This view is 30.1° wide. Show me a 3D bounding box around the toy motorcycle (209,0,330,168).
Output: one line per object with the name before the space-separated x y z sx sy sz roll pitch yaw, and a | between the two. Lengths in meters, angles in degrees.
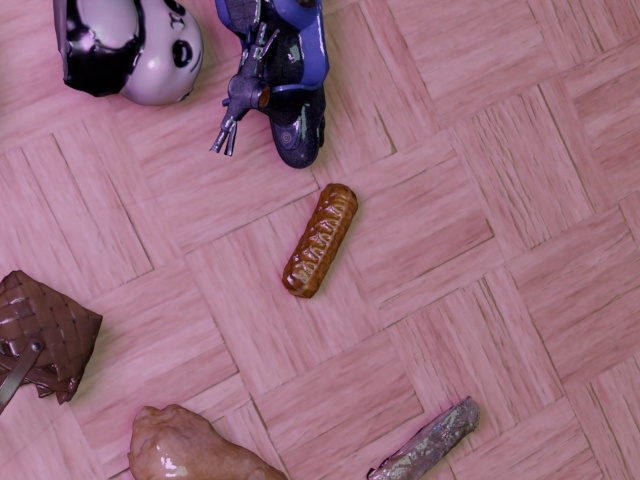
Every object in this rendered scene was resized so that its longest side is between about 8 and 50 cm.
toy motorcycle | -0.075 -0.256 1.420 0.213 0.125 0.358 -25 104 -64

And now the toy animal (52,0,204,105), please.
toy animal | -0.223 -0.238 1.388 0.179 0.138 0.166 7 64 -26

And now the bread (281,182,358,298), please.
bread | 0.000 0.000 1.499 0.052 0.044 0.157 28 76 -10

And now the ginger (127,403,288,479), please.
ginger | -0.134 0.251 1.401 0.193 0.115 0.122 5 67 -31

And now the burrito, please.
burrito | 0.137 0.266 1.527 0.171 0.042 0.051 -38 109 -17

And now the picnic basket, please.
picnic basket | -0.334 0.140 1.317 0.138 0.128 0.178 31 58 -12
